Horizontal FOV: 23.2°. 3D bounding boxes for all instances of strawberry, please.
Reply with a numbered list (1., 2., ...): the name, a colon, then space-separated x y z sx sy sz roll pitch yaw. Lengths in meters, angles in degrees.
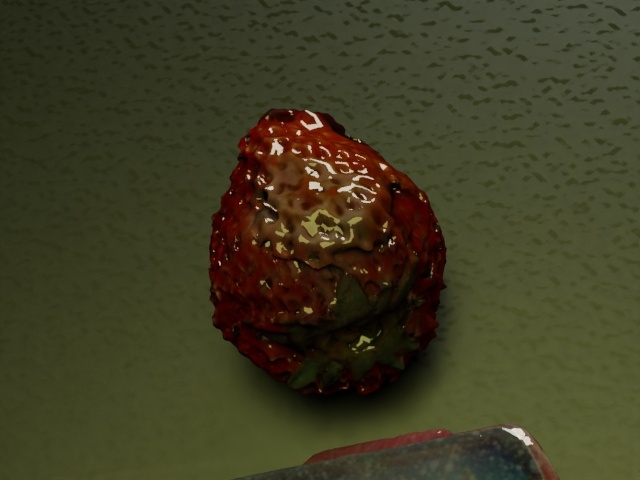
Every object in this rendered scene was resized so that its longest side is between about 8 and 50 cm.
1. strawberry: 0.000 0.000 0.518 0.083 0.083 0.096 -9 56 5

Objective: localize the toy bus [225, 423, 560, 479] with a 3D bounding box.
1. toy bus: -0.013 0.109 0.478 0.192 0.065 0.077 -12 58 3
